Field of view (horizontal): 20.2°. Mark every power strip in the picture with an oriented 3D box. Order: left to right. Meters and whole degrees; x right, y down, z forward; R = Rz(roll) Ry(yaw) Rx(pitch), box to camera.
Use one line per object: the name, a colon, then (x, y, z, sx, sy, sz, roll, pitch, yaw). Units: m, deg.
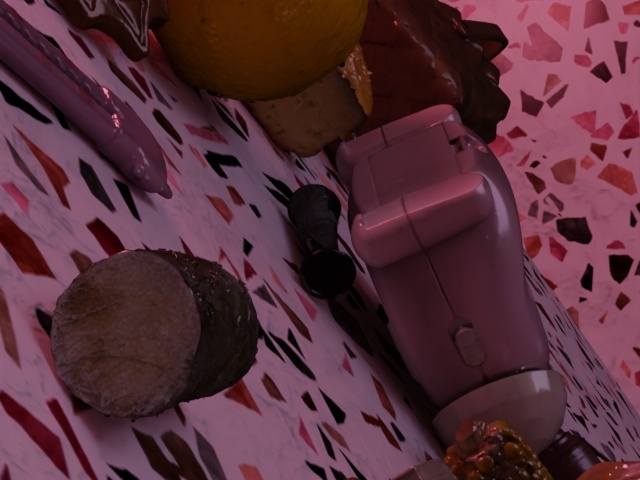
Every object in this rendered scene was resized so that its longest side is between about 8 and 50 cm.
power strip: (0.092, 0.233, 1.560, 0.075, 0.042, 0.175, 56, 12, 13)

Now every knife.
knife: (-0.239, -0.164, 1.392, 0.398, 0.038, 0.132, 45, 17, -42)

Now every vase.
vase: (0.000, 0.000, 1.848, 0.059, 0.059, 0.167, 50, 12, -22)

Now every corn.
corn: (0.224, 0.298, 1.791, 0.320, 0.097, 0.097, 51, 11, -23)

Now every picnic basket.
picnic basket: (0.113, -0.215, 2.464, 0.291, 0.254, 0.321, 56, 22, 12)

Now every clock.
clock: (0.147, 0.052, 1.937, 0.342, 0.184, 0.325, -86, 157, -66)

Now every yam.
yam: (-0.099, 0.057, 1.152, 0.107, 0.107, 0.183, 56, 9, 9)

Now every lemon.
lemon: (-0.069, -0.272, 1.883, 0.245, 0.245, 0.320, 60, -7, 30)

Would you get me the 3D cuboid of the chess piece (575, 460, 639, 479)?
chess piece: (0.283, 0.257, 1.619, 0.137, 0.301, 0.137, 49, 13, -15)

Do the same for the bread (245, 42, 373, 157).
bread: (-0.027, -0.223, 2.129, 0.229, 0.143, 0.139, 59, 30, -18)

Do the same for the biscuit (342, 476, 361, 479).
biscuit: (0.081, 0.304, 1.299, 0.186, 0.044, 0.295, 42, 14, -34)

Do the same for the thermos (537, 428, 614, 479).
thermos: (0.308, 0.307, 2.134, 0.232, 0.099, 0.124, 53, -26, 7)

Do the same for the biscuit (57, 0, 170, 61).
biscuit: (-0.210, -0.266, 1.695, 0.182, 0.034, 0.215, -12, 72, -56)
